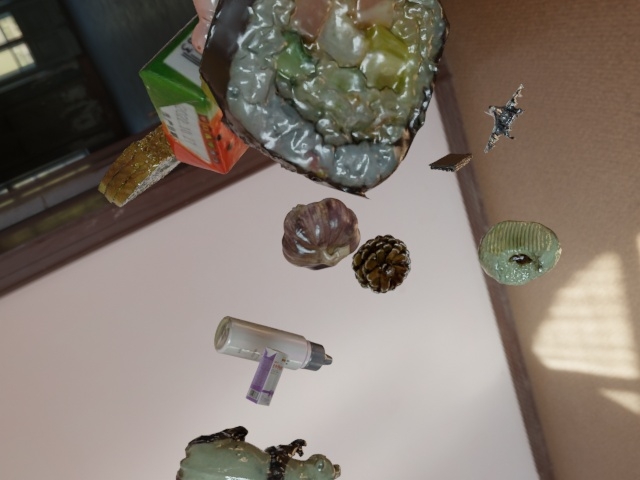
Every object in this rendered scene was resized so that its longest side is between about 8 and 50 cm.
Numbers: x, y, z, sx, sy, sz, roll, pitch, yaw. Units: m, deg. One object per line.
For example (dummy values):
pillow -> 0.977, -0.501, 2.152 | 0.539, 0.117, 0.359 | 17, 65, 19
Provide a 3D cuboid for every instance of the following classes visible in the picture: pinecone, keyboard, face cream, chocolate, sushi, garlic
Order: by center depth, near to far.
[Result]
sushi -> -0.022, -0.255, 0.927 | 0.285, 0.329, 0.327 | 30, 105, 61
chocolate -> -0.209, -0.371, 1.526 | 0.161, 0.360, 0.341 | 31, 159, 16
face cream -> -0.100, 0.260, 1.600 | 0.092, 0.311, 0.092 | -36, 45, 46
keyboard -> 0.348, -0.208, 1.749 | 0.072, 0.231, 0.023 | 6, 106, 23
garlic -> 0.000, 0.000, 1.857 | 0.245, 0.245, 0.160 | 84, 172, -53
pinecone -> 0.184, 0.072, 1.989 | 0.169, 0.185, 0.212 | 41, -173, 7

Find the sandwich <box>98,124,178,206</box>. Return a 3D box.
sandwich -> -0.448, -0.225, 1.799 | 0.099, 0.301, 0.271 | 45, 131, -6

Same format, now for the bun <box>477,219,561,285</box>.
bun -> 0.528, 0.044, 1.760 | 0.212, 0.204, 0.126 | 16, 144, 38

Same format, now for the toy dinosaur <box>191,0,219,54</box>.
toy dinosaur -> -0.201, -0.461, 1.248 | 0.177, 0.152, 0.194 | -35, 96, 38

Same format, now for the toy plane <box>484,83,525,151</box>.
toy plane -> 0.377, -0.251, 1.353 | 0.082, 0.160, 0.234 | 28, -167, 5

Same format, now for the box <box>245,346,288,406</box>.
box -> -0.111, 0.285, 1.383 | 0.036, 0.117, 0.050 | 16, 168, 33

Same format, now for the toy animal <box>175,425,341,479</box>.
toy animal -> -0.085, 0.312, 0.899 | 0.121, 0.225, 0.093 | 98, -177, -80
